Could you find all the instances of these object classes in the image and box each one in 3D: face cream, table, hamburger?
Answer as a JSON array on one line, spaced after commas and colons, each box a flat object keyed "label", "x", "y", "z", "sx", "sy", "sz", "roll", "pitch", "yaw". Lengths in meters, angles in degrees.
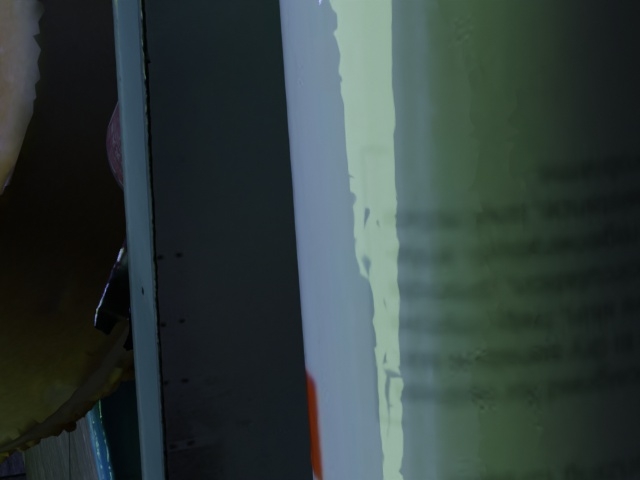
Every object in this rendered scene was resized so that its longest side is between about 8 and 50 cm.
[{"label": "face cream", "x": 0.046, "y": 0.041, "z": 0.421, "sx": 0.102, "sy": 0.102, "sz": 0.346, "roll": -141, "pitch": 47, "yaw": -70}, {"label": "table", "x": -0.003, "y": -0.009, "z": 0.544, "sx": 0.111, "sy": 0.121, "sz": 0.240, "roll": -121, "pitch": 27, "yaw": -58}, {"label": "hamburger", "x": -0.172, "y": -0.030, "z": 0.931, "sx": 0.302, "sy": 0.170, "sz": 0.302, "roll": -18, "pitch": 61, "yaw": 37}]

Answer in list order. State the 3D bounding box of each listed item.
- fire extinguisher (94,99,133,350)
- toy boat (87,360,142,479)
[{"label": "fire extinguisher", "x": -0.055, "y": -0.042, "z": 0.706, "sx": 0.075, "sy": 0.106, "sz": 0.252, "roll": 40, "pitch": 149, "yaw": 2}, {"label": "toy boat", "x": -0.098, "y": 0.065, "z": 1.032, "sx": 0.102, "sy": 0.088, "sz": 0.215, "roll": -149, "pitch": 53, "yaw": -76}]
